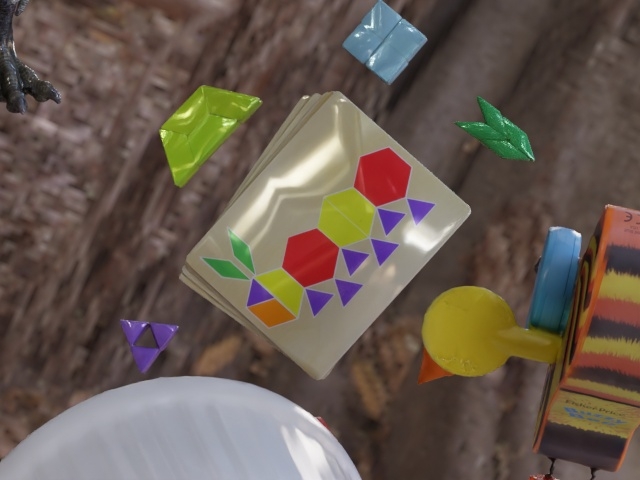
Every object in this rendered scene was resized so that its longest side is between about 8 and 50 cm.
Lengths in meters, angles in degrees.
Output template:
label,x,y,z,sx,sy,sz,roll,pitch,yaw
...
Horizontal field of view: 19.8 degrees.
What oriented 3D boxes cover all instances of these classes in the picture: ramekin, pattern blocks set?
label,x,y,z,sx,sy,sz,roll,pitch,yaw
ramekin,-0.078,0.233,1.095,0.277,0.277,0.135,19,13,-25
pattern blocks set,0.000,0.000,1.330,0.285,0.325,0.026,50,3,8

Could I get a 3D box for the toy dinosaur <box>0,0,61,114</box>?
label,x,y,z,sx,sy,sz,roll,pitch,yaw
toy dinosaur,-0.147,-0.119,0.724,0.064,0.118,0.268,-9,25,-13

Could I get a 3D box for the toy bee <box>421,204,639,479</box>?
label,x,y,z,sx,sy,sz,roll,pitch,yaw
toy bee,0.171,0.080,1.053,0.195,0.162,0.298,9,-7,25
